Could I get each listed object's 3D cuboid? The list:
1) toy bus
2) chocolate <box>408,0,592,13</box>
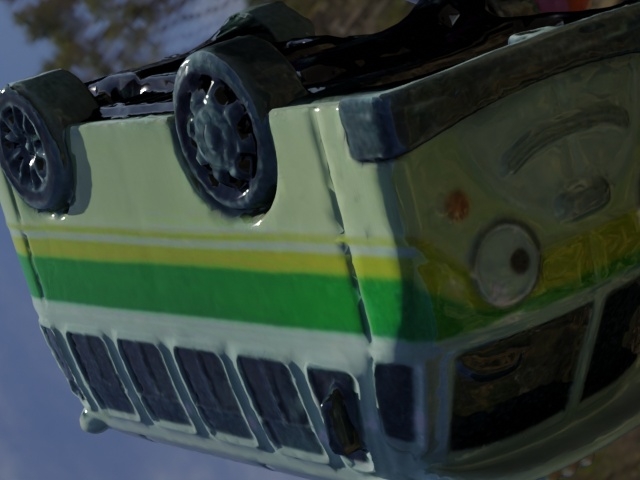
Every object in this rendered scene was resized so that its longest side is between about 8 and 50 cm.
[{"bbox_3d":[0.000,0.000,0.580,0.133,0.165,0.276,-22,-165,-33],"label":"toy bus"},{"bbox_3d":[-0.030,-0.269,0.702,0.360,0.161,0.341,23,164,18],"label":"chocolate"}]
